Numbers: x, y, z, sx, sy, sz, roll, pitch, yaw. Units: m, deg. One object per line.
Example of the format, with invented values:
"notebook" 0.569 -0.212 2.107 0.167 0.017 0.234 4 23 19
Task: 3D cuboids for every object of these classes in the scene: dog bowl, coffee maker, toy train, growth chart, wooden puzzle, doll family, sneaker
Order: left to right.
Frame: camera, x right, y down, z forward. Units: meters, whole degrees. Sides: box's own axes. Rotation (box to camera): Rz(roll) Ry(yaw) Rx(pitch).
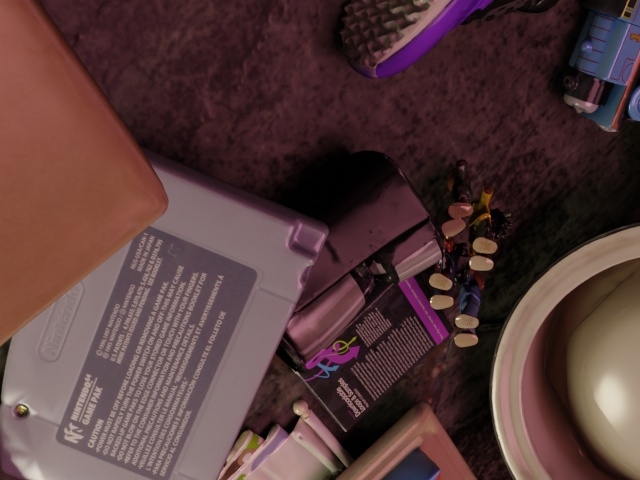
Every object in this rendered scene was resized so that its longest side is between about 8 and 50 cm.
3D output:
"growth chart" -0.073 0.268 1.010 0.237 0.021 0.172 -38 129 -12
"coffee maker" 0.000 0.000 0.855 0.178 0.120 0.171 -39 129 -12
"wooden puzzle" 0.070 0.383 1.115 0.322 0.080 0.347 -42 135 -10
"doll family" 0.147 0.014 0.988 0.076 0.111 0.193 12 118 0
"sneaker" 0.149 -0.232 0.848 0.293 0.102 0.146 -50 132 -3
"toy train" 0.308 -0.202 0.995 0.105 0.080 0.184 9 110 -28
"dog bowl" 0.398 0.159 1.061 0.150 0.408 0.407 -29 138 -66

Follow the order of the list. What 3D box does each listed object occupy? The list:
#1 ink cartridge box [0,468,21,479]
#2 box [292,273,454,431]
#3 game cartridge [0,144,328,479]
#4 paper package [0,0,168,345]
"ink cartridge box" -0.307 0.308 0.829 0.134 0.078 0.231 10 107 -37
"box" 0.053 0.106 1.008 0.162 0.029 0.116 -43 130 -10
"game cartridge" -0.139 0.080 0.779 0.196 0.060 0.294 22 106 -9
"paper package" -0.306 -0.069 0.574 0.309 0.168 0.324 -40 131 -9
